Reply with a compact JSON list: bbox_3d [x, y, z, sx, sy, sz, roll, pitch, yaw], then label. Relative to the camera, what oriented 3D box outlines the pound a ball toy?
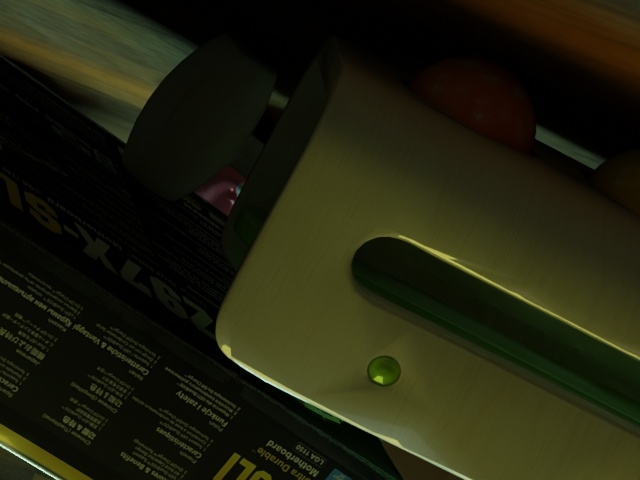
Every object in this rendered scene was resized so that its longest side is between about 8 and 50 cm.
[{"bbox_3d":[0.082,0.005,0.777,0.319,0.135,0.208,27,-167,-8],"label":"pound a ball toy"}]

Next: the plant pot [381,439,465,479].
[{"bbox_3d":[0.125,0.238,1.438,0.291,0.291,0.203,33,-176,-39],"label":"plant pot"}]

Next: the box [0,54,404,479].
[{"bbox_3d":[-0.132,-0.008,0.777,0.322,0.079,0.257,36,-169,-24],"label":"box"}]

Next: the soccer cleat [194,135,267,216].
[{"bbox_3d":[0.000,0.000,1.048,0.248,0.083,0.095,28,-160,-45],"label":"soccer cleat"}]
